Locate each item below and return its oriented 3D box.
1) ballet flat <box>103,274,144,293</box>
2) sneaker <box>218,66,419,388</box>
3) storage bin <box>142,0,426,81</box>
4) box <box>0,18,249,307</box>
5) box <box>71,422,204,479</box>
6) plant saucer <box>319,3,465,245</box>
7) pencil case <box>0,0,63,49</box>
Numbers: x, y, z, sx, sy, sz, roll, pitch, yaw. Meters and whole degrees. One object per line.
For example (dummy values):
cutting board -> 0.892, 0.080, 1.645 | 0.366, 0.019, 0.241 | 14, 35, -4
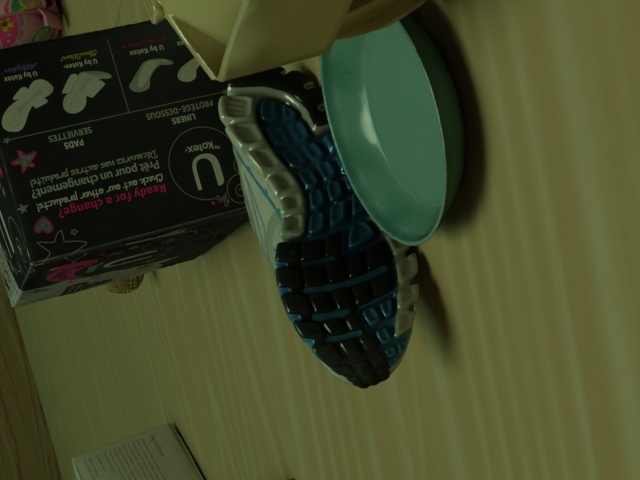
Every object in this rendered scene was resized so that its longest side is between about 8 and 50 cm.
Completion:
ballet flat -> -0.217, -0.050, 1.157 | 0.067, 0.073, 0.206 | -34, 77, 55
sneaker -> 0.000, 0.000, 0.633 | 0.083, 0.071, 0.191 | 91, 162, -56
storage bin -> -0.017, -0.230, 0.387 | 0.260, 0.123, 0.262 | 67, 159, 15
box -> -0.158, -0.046, 0.852 | 0.247, 0.163, 0.142 | 149, 104, -70
box -> -0.172, 0.330, 1.273 | 0.182, 0.119, 0.181 | 48, 149, 49
plant saucer -> 0.035, -0.057, 0.541 | 0.119, 0.021, 0.119 | 53, 153, 42
pencil case -> -0.360, -0.320, 1.242 | 0.284, 0.124, 0.124 | 68, 160, 11
